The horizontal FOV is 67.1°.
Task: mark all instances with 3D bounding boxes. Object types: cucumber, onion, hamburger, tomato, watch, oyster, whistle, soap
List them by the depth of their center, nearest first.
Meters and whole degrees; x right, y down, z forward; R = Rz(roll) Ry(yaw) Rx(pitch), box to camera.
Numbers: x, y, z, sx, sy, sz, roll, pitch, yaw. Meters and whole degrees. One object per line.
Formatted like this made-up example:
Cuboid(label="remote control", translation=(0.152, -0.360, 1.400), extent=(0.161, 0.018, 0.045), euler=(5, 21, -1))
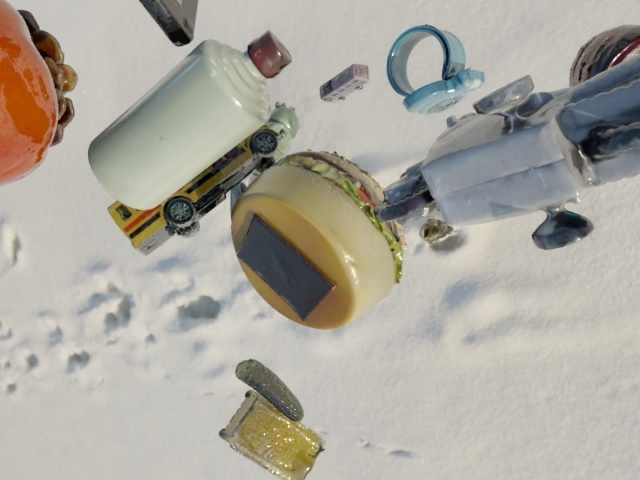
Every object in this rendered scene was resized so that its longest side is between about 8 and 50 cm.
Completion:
Cuboid(label="tomato", translation=(-0.429, -0.165, 0.544), extent=(0.259, 0.180, 0.260), euler=(13, 121, 23))
Cuboid(label="hamburger", translation=(0.000, 0.000, 0.775), extent=(0.300, 0.176, 0.300), euler=(23, 135, 25))
Cuboid(label="cucumber", translation=(-0.094, 0.313, 0.994), extent=(0.052, 0.058, 0.215), euler=(-31, 125, 9))
Cuboid(label="oyster", translation=(0.243, -0.022, 0.996), extent=(0.083, 0.038, 0.081), euler=(-6, 142, 39))
Cuboid(label="onion", translation=(0.622, -0.341, 1.008), extent=(0.207, 0.206, 0.216), euler=(17, 112, -7))
Cuboid(label="watch", translation=(0.264, -0.410, 1.144), extent=(0.211, 0.211, 0.193), euler=(-27, 85, 38))
Cuboid(label="soap", translation=(-0.112, 0.479, 1.166), extent=(0.233, 0.135, 0.076), euler=(41, 161, -16))
Cuboid(label="whistle", translation=(-0.125, -0.270, 1.279), extent=(0.092, 0.244, 0.110), euler=(-5, 140, 49))

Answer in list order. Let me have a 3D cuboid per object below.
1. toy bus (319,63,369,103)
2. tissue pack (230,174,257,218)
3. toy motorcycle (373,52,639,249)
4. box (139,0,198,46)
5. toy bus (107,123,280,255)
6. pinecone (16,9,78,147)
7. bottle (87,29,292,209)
Cuboid(label="toy bus", translation=(0.047, -0.318, 0.984), extent=(0.130, 0.052, 0.037), euler=(-11, 85, 56))
Cuboid(label="tissue pack", translation=(-0.168, -0.048, 1.269), extent=(0.145, 0.159, 0.229), euler=(5, 121, 2))
Cuboid(label="toy motorcycle", translation=(0.164, -0.075, 0.381), extent=(0.260, 0.171, 0.110), euler=(-17, 105, 52))
Cuboid(label="box", translation=(-0.174, -0.291, 0.515), extent=(0.027, 0.126, 0.125), euler=(-16, 145, 18))
Cuboid(label="toy bus", translation=(-0.227, -0.110, 0.914), extent=(0.123, 0.335, 0.121), euler=(48, 166, 3))
Cuboid(label="pinecone", translation=(-0.681, -0.280, 0.905), extent=(0.384, 0.384, 0.384), euler=(13, 116, 29))
Cuboid(label="bottle", translation=(-0.137, -0.137, 0.530), extent=(0.245, 0.104, 0.104), euler=(-33, 89, 20))
